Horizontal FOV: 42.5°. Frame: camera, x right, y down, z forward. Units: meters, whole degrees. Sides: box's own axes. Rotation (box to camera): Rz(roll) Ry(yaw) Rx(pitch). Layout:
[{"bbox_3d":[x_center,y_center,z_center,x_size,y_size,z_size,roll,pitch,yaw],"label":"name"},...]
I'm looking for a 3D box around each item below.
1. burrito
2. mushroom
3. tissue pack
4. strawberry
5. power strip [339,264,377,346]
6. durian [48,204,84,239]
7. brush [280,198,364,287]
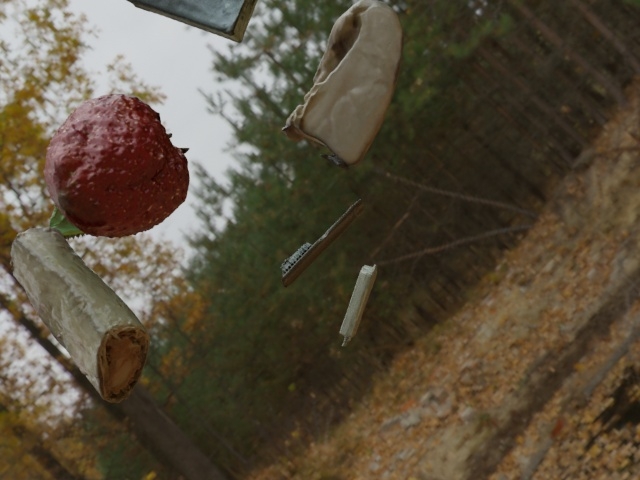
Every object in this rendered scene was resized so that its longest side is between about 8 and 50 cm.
[{"bbox_3d":[-0.393,0.117,1.356,0.105,0.299,0.143,-28,-19,-49],"label":"burrito"},{"bbox_3d":[0.091,-0.403,2.101,0.397,0.224,0.313,-64,-3,10],"label":"mushroom"},{"bbox_3d":[-0.247,-0.528,1.659,0.081,0.257,0.185,7,-76,-76],"label":"tissue pack"},{"bbox_3d":[-0.371,-0.118,1.434,0.257,0.257,0.277,-48,3,25],"label":"strawberry"},{"bbox_3d":[0.078,0.136,1.730,0.047,0.030,0.191,-15,-55,-73],"label":"power strip"},{"bbox_3d":[-0.525,-0.069,1.777,0.100,0.086,0.215,70,-154,-45],"label":"durian"},{"bbox_3d":[0.000,0.000,1.323,0.190,0.027,0.034,-44,-33,-18],"label":"brush"}]
